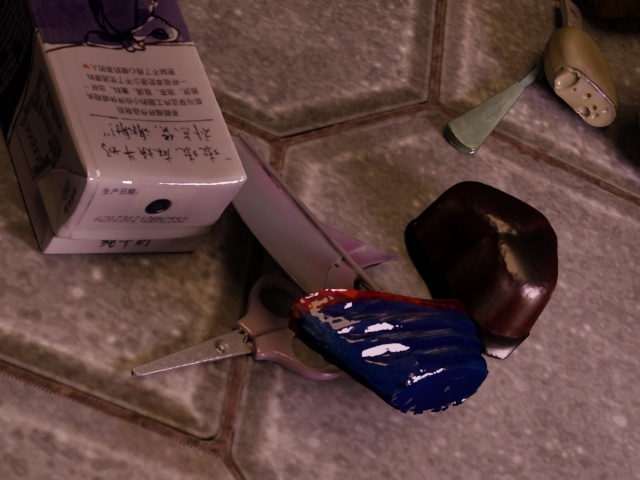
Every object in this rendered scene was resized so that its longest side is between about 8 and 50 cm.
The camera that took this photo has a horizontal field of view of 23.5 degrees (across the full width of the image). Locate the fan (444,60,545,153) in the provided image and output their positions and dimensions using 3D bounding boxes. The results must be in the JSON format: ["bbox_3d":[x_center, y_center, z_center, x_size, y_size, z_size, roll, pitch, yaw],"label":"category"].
[{"bbox_3d":[0.175,-0.131,1.485,0.038,0.016,0.193,46,43,5],"label":"fan"}]

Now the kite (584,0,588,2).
[{"bbox_3d":[0.290,-0.347,1.756,0.314,0.011,0.335,40,39,0],"label":"kite"}]

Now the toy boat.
[{"bbox_3d":[-0.001,0.012,1.173,0.318,0.072,0.219,43,20,4],"label":"toy boat"}]

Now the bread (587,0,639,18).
[{"bbox_3d":[0.351,-0.346,1.700,0.182,0.096,0.222,-5,57,-23],"label":"bread"}]

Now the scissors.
[{"bbox_3d":[-0.062,0.077,1.138,0.189,0.015,0.100,-15,62,-40],"label":"scissors"}]

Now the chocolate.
[{"bbox_3d":[0.156,0.015,1.292,0.125,0.080,0.148,-3,54,-36],"label":"chocolate"}]

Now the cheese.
[{"bbox_3d":[0.264,-0.195,1.580,0.097,0.037,0.192,40,31,-24],"label":"cheese"}]

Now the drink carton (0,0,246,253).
[{"bbox_3d":[-0.162,-0.102,1.165,0.134,0.102,0.222,1,53,-36],"label":"drink carton"}]
